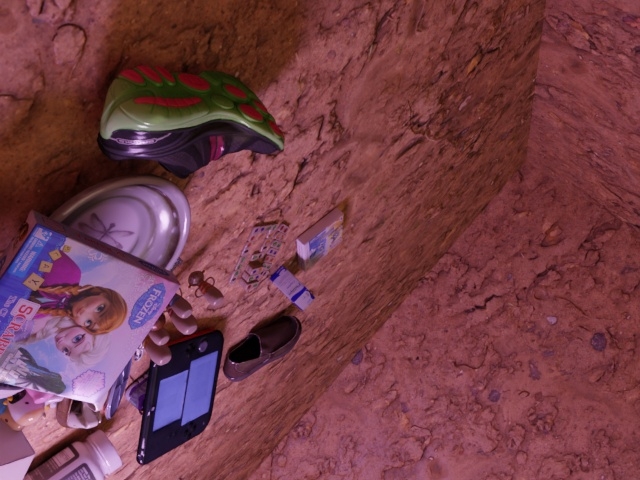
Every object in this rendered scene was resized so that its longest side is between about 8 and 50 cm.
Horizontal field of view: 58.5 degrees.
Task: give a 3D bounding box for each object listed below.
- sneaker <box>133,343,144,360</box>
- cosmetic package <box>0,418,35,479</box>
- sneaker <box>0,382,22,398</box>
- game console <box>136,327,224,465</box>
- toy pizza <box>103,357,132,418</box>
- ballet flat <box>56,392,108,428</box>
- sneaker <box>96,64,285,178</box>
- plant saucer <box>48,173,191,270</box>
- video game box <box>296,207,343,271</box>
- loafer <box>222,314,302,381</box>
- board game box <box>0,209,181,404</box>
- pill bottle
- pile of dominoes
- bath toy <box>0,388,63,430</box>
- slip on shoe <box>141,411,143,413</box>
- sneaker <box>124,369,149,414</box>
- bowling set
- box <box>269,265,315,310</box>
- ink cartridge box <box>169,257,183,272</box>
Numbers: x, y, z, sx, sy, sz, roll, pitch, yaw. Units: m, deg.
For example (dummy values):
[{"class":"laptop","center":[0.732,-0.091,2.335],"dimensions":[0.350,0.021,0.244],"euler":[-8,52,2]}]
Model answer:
[{"class":"sneaker","center":[-0.540,0.319,1.688],"dimensions":[0.037,0.032,0.083],"euler":[9,110,-53]},{"class":"cosmetic package","center":[-0.839,0.591,1.410],"dimensions":[0.113,0.160,0.309],"euler":[-3,128,-58]},{"class":"sneaker","center":[-0.800,0.277,1.069],"dimensions":[0.257,0.169,0.447],"euler":[-44,149,8]},{"class":"game console","center":[-0.447,0.492,1.858],"dimensions":[0.342,0.060,0.387],"euler":[-12,114,-67]},{"class":"toy pizza","center":[-0.581,0.404,1.627],"dimensions":[0.201,0.032,0.201],"euler":[-166,-90,-83]},{"class":"ballet flat","center":[-0.637,0.430,1.562],"dimensions":[0.116,0.124,0.342],"euler":[-9,134,-49]},{"class":"sneaker","center":[-0.264,-0.242,1.221],"dimensions":[0.202,0.185,0.482],"euler":[-42,159,30]},{"class":"plant saucer","center":[-0.475,0.005,1.255],"dimensions":[0.400,0.100,0.400],"euler":[-38,153,-24]},{"class":"video game box","center":[0.000,0.000,2.124],"dimensions":[0.205,0.048,0.187],"euler":[-39,156,-22]},{"class":"loafer","center":[-0.218,0.408,2.231],"dimensions":[0.366,0.134,0.130],"euler":[-37,153,-26]},{"class":"board game box","center":[-0.492,0.146,1.116],"dimensions":[0.318,0.066,0.319],"euler":[31,96,-42]},{"class":"pill bottle","center":[-0.758,0.713,1.720],"dimensions":[0.283,0.161,0.161],"euler":[-32,150,-34]},{"class":"pile of dominoes","center":[-0.189,0.052,1.884],"dimensions":[0.196,0.040,0.251],"euler":[-13,138,-53]},{"class":"bath toy","center":[-0.629,0.318,1.312],"dimensions":[0.129,0.151,0.348],"euler":[33,125,-27]},{"class":"slip on shoe","center":[-0.506,0.559,2.018],"dimensions":[0.101,0.123,0.331],"euler":[-20,170,19]},{"class":"sneaker","center":[-0.513,0.452,1.835],"dimensions":[0.223,0.098,0.083],"euler":[-44,155,-11]},{"class":"bowling set","center":[-0.420,0.180,1.534],"dimensions":[0.287,0.154,0.200],"euler":[-47,156,-6]},{"class":"box","center":[-0.102,0.175,2.089],"dimensions":[0.072,0.137,0.126],"euler":[-46,156,-6]},{"class":"ink cartridge box","center":[-0.427,0.078,1.526],"dimensions":[0.115,0.029,0.063],"euler":[-47,156,-8]}]
